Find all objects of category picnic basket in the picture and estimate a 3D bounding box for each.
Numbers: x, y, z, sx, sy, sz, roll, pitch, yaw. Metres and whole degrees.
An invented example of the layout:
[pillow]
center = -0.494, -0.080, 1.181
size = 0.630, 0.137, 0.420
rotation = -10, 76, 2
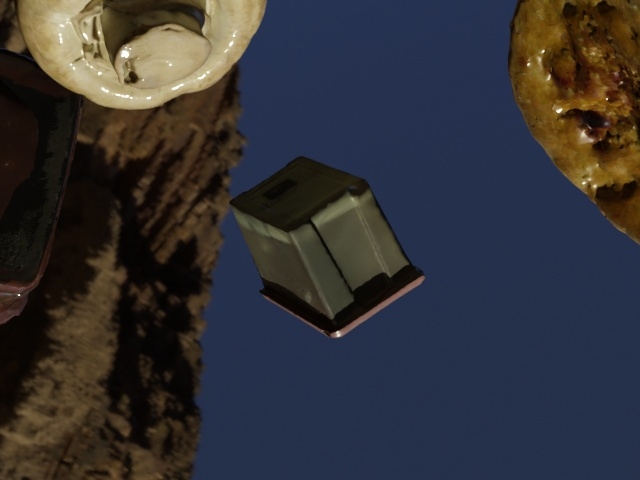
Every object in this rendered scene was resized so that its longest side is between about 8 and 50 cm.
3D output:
[picnic basket]
center = -0.347, -0.062, 1.243
size = 0.129, 0.222, 0.297
rotation = -8, -113, 51

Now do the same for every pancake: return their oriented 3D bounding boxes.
[pancake]
center = 0.291, -0.093, 1.040
size = 0.065, 0.356, 0.356
rotation = -40, -118, -15

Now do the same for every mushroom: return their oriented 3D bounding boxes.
[mushroom]
center = -0.113, -0.154, 0.786
size = 0.166, 0.166, 0.127
rotation = -22, -118, 8

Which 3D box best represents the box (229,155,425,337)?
[box]
center = 0.000, 0.000, 0.609
size = 0.060, 0.063, 0.084
rotation = -32, -154, -17
